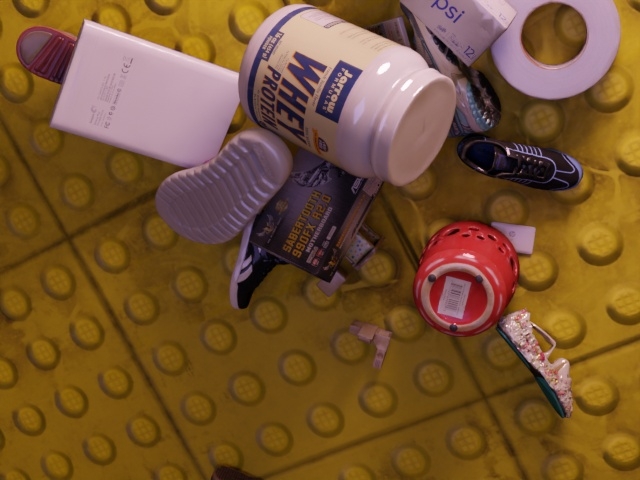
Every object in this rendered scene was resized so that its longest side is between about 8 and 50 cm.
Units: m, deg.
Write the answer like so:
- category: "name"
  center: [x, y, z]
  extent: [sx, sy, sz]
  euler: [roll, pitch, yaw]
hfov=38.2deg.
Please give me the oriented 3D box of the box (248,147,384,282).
- category: "box"
  center: [-0.006, -0.060, 1.718]
  extent: [0.183, 0.056, 0.231]
  euler: [26, 85, 37]

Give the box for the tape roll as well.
- category: "tape roll"
  center: [0.406, -0.358, 1.605]
  extent: [0.219, 0.072, 0.219]
  euler: [4, 106, 14]

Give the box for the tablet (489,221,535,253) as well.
- category: "tablet"
  center: [0.364, -0.005, 1.756]
  extent: [0.083, 0.006, 0.054]
  euler: [8, 108, 12]

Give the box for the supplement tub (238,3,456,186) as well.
- category: "supplement tub"
  center: [0.045, -0.250, 1.596]
  extent: [0.325, 0.235, 0.235]
  euler: [30, 113, 27]

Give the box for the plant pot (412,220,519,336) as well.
- category: "plant pot"
  center: [0.269, 0.077, 1.713]
  extent: [0.191, 0.174, 0.191]
  euler: [5, 110, 13]

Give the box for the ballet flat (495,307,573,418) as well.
- category: "ballet flat"
  center: [0.430, 0.232, 1.773]
  extent: [0.077, 0.091, 0.241]
  euler: [-37, 99, -1]

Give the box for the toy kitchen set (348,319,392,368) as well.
- category: "toy kitchen set"
  center: [0.091, 0.214, 1.858]
  extent: [0.083, 0.068, 0.075]
  euler: [18, 110, 9]

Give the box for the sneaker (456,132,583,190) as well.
- category: "sneaker"
  center: [0.359, -0.135, 1.672]
  extent: [0.232, 0.090, 0.081]
  euler: [15, 109, 10]

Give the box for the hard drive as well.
- category: "hard drive"
  center: [-0.324, -0.266, 1.750]
  extent: [0.318, 0.040, 0.210]
  euler: [16, 113, -24]

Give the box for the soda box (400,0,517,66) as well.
- category: "soda box"
  center: [0.188, -0.432, 1.539]
  extent: [0.286, 0.091, 0.098]
  euler: [42, 128, -4]

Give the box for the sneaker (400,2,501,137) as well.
- category: "sneaker"
  center: [0.203, -0.304, 1.649]
  extent: [0.122, 0.110, 0.283]
  euler: [-22, 104, 37]

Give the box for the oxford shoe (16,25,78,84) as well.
- category: "oxford shoe"
  center: [-0.415, -0.321, 1.809]
  extent: [0.348, 0.130, 0.123]
  euler: [31, 101, -17]

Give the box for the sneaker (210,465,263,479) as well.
- category: "sneaker"
  center: [-0.157, 0.565, 2.039]
  extent: [0.188, 0.066, 0.071]
  euler: [28, 128, 10]

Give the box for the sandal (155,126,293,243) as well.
- category: "sandal"
  center: [-0.171, -0.102, 1.777]
  extent: [0.416, 0.102, 0.169]
  euler: [-23, 107, 48]

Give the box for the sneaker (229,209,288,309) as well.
- category: "sneaker"
  center: [-0.106, 0.052, 1.854]
  extent: [0.121, 0.079, 0.217]
  euler: [16, 108, 11]

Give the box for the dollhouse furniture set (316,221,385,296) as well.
- category: "dollhouse furniture set"
  center: [0.000, 0.000, 1.799]
  extent: [0.182, 0.101, 0.161]
  euler: [43, 111, -1]

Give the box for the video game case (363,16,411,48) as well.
- category: "video game case"
  center: [0.123, -0.351, 1.666]
  extent: [0.011, 0.122, 0.087]
  euler: [-23, 103, -25]
